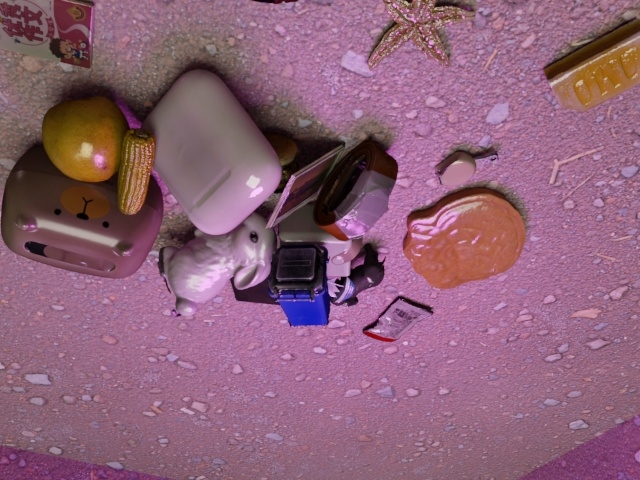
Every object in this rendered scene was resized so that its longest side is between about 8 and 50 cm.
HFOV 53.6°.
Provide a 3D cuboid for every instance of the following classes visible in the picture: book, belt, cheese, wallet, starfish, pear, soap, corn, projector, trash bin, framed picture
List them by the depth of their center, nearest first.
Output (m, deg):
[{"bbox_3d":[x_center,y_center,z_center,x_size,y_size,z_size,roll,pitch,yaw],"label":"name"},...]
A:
[{"bbox_3d":[-0.620,-0.475,1.390,0.231,0.022,0.162,10,134,-15],"label":"book"},{"bbox_3d":[0.229,-0.472,1.427,0.231,0.048,0.295,20,133,-22],"label":"starfish"},{"bbox_3d":[-0.438,-0.162,1.502,0.080,0.080,0.231,9,128,-13],"label":"corn"},{"bbox_3d":[-0.552,-0.237,1.503,0.208,0.209,0.209,-2,136,-2],"label":"pear"},{"bbox_3d":[0.668,-0.403,1.506,0.232,0.073,0.140,-27,127,24],"label":"soap"},{"bbox_3d":[-0.034,-0.141,1.640,0.014,0.252,0.197,40,132,11],"label":"framed picture"},{"bbox_3d":[0.095,-0.127,1.663,0.105,0.184,0.261,33,90,-34],"label":"belt"},{"bbox_3d":[0.392,-0.205,1.714,0.171,0.048,0.092,-30,133,26],"label":"cheese"},{"bbox_3d":[-0.047,0.140,1.741,0.162,0.184,0.234,-1,142,9],"label":"trash bin"},{"bbox_3d":[0.000,0.000,1.824,0.242,0.163,0.177,-1,138,1],"label":"projector"},{"bbox_3d":[-0.135,0.138,1.975,0.321,0.044,0.170,4,130,19],"label":"wallet"}]

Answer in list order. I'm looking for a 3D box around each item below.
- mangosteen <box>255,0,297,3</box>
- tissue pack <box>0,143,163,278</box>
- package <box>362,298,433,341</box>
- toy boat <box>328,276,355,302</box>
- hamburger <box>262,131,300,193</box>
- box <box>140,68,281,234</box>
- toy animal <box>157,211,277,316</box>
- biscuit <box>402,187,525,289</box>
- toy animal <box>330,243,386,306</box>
[{"bbox_3d":[-0.081,-0.597,1.161,0.275,0.275,0.302,-8,100,5],"label":"mangosteen"},{"bbox_3d":[-0.620,-0.056,1.649,0.387,0.277,0.267,18,135,-20],"label":"tissue pack"},{"bbox_3d":[0.269,0.291,2.238,0.154,0.030,0.239,21,131,-25],"label":"package"},{"bbox_3d":[0.029,0.146,1.872,0.149,0.034,0.105,-2,131,2],"label":"toy boat"},{"bbox_3d":[-0.122,-0.193,1.602,0.159,0.185,0.131,-21,131,-32],"label":"hamburger"},{"bbox_3d":[-0.267,-0.206,1.509,0.288,0.141,0.349,-39,85,31],"label":"box"},{"bbox_3d":[-0.278,0.062,1.817,0.357,0.258,0.194,-16,169,24],"label":"toy animal"},{"bbox_3d":[0.439,0.007,1.930,0.365,0.062,0.385,-19,134,17],"label":"biscuit"},{"bbox_3d":[0.094,0.113,1.957,0.114,0.146,0.245,27,129,-30],"label":"toy animal"}]
